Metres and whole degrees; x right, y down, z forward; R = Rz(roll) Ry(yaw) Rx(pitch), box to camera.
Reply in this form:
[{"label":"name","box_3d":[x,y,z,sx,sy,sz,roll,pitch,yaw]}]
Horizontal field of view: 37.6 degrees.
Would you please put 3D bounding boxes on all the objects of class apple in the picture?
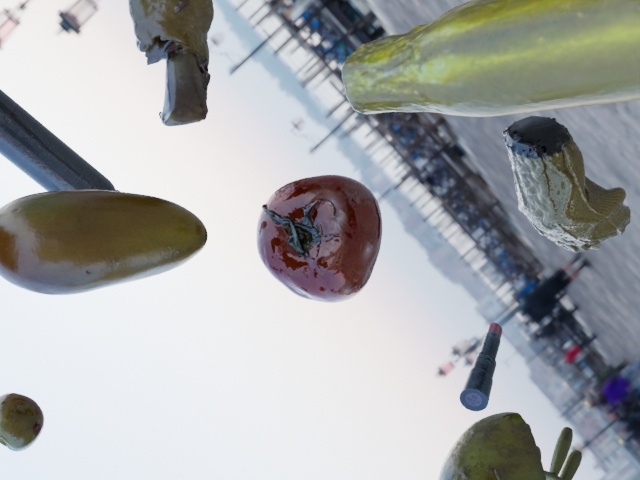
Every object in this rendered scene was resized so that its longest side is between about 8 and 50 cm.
[{"label":"apple","box_3d":[-0.443,0.263,1.360,0.084,0.084,0.071,45,-132,-24]}]

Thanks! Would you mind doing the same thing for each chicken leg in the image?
[{"label":"chicken leg","box_3d":[-0.186,-0.355,1.200,0.182,0.410,0.295,-2,176,-31]}]

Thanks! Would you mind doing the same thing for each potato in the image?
[{"label":"potato","box_3d":[0.251,0.386,1.357,0.176,0.298,0.141,19,156,-6]}]

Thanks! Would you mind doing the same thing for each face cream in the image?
[{"label":"face cream","box_3d":[-0.397,-0.113,1.386,0.283,0.073,0.073,43,-173,-31]}]

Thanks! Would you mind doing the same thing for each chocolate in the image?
[{"label":"chocolate","box_3d":[0.225,-0.224,1.062,0.445,0.162,0.162,-3,151,34]}]

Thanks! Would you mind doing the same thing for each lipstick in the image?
[{"label":"lipstick","box_3d":[0.314,0.234,1.810,0.053,0.053,0.234,47,-146,-11]}]

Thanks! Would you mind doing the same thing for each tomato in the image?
[{"label":"tomato","box_3d":[0.000,0.000,1.294,0.187,0.187,0.151,50,-172,18]}]

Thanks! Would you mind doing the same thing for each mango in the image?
[{"label":"mango","box_3d":[-0.251,0.001,1.036,0.138,0.253,0.113,-82,-10,-77]}]

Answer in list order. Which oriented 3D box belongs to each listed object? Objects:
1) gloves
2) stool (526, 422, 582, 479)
[{"label":"gloves","box_3d":[0.453,-0.088,1.769,0.356,0.155,0.203,41,179,-37]},{"label":"stool","box_3d":[0.419,0.414,1.748,0.135,0.110,0.134,29,143,-4]}]
